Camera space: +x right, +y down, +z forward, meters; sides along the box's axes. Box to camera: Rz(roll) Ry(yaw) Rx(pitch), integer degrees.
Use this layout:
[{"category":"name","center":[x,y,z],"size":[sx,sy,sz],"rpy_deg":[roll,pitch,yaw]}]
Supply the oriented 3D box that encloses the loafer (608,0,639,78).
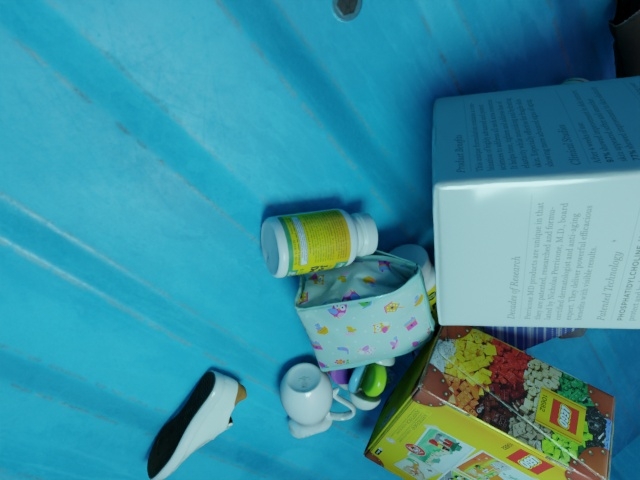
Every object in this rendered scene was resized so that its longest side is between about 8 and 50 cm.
[{"category":"loafer","center":[0.633,-0.410,0.977],"size":[0.130,0.134,0.365],"rpy_deg":[-4,95,-13]}]

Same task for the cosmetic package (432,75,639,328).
[{"category":"cosmetic package","center":[0.409,-0.068,0.883],"size":[0.394,0.329,0.327],"rpy_deg":[-2,129,16]}]

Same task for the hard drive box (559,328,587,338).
[{"category":"hard drive box","center":[0.595,0.109,1.251],"size":[0.089,0.232,0.181],"rpy_deg":[2,118,-28]}]

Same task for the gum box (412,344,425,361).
[{"category":"gum box","center":[0.330,0.270,1.325],"size":[0.189,0.062,0.107],"rpy_deg":[-31,129,-7]}]

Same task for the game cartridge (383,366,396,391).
[{"category":"game cartridge","center":[0.183,0.384,1.353],"size":[0.056,0.017,0.083],"rpy_deg":[-34,130,-9]}]

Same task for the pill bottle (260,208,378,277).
[{"category":"pill bottle","center":[0.000,0.000,0.946],"size":[0.209,0.117,0.117],"rpy_deg":[-9,123,-23]}]

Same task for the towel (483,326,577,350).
[{"category":"towel","center":[0.512,0.129,1.079],"size":[0.336,0.040,0.243],"rpy_deg":[-20,124,-3]}]

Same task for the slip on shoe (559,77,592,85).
[{"category":"slip on shoe","center":[0.649,-0.286,1.120],"size":[0.332,0.123,0.101],"rpy_deg":[22,74,-30]}]

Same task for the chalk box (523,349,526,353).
[{"category":"chalk box","center":[0.497,0.350,1.421],"size":[0.133,0.132,0.212],"rpy_deg":[-19,128,-17]}]

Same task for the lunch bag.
[{"category":"lunch bag","center":[0.100,0.145,1.026],"size":[0.263,0.160,0.223],"rpy_deg":[-11,128,11]}]

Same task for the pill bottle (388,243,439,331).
[{"category":"pill bottle","center":[0.220,0.115,1.133],"size":[0.119,0.119,0.208],"rpy_deg":[-30,129,-7]}]

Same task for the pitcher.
[{"category":"pitcher","center":[-0.005,0.386,1.179],"size":[0.178,0.125,0.207],"rpy_deg":[-9,131,-3]}]

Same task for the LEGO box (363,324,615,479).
[{"category":"LEGO box","center":[0.353,0.447,1.141],"size":[0.193,0.373,0.500],"rpy_deg":[-56,168,-38]}]

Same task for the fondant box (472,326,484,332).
[{"category":"fondant box","center":[0.396,0.150,1.183],"size":[0.238,0.096,0.330],"rpy_deg":[-39,127,-35]}]

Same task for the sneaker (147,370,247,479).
[{"category":"sneaker","center":[-0.269,0.430,1.088],"size":[0.123,0.106,0.290],"rpy_deg":[33,100,-36]}]

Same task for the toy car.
[{"category":"toy car","center":[0.076,0.292,1.135],"size":[0.136,0.182,0.159],"rpy_deg":[14,101,-27]}]
